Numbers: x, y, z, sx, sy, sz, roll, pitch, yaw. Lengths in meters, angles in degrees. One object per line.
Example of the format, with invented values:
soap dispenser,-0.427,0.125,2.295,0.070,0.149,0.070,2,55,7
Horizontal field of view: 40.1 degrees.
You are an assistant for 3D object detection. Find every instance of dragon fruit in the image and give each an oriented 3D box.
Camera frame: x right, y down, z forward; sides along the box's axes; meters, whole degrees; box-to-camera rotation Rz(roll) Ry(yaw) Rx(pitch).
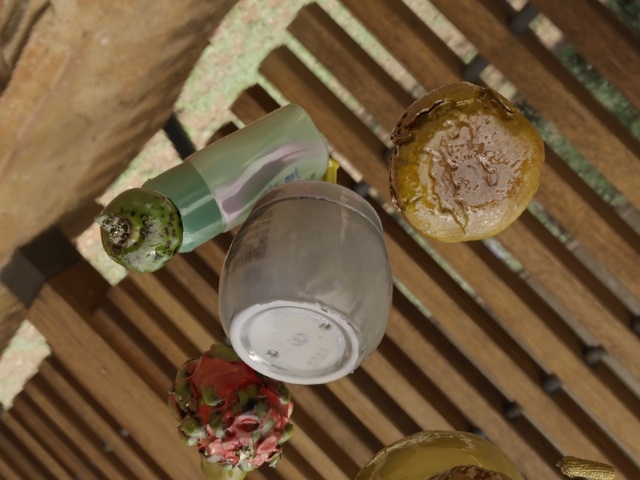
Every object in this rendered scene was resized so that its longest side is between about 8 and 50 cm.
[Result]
dragon fruit,-0.186,0.336,1.798,0.237,0.302,0.231,-42,141,-15

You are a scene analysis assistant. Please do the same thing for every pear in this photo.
pear,0.178,0.424,1.281,0.309,0.309,0.309,-45,178,-2

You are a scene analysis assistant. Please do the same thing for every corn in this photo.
corn,0.382,0.329,1.266,0.028,0.083,0.027,-72,169,-60

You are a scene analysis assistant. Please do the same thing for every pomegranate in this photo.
pomegranate,-0.256,-0.014,1.214,0.122,0.122,0.161,-45,167,11

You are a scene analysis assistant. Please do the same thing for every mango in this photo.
mango,-0.217,0.498,1.997,0.085,0.122,0.191,-48,160,-38

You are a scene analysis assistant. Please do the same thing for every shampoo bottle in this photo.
shampoo bottle,-0.020,0.065,1.399,0.273,0.273,0.266,-46,-156,43
shampoo bottle,-0.164,-0.103,1.572,0.349,0.151,0.222,-31,178,-18

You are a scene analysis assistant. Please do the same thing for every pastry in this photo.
pastry,0.301,-0.158,1.823,0.356,0.356,0.164,-44,-158,-9

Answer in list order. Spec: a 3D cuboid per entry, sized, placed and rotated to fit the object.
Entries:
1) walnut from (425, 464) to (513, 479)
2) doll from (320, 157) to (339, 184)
walnut,0.174,0.360,1.040,0.167,0.167,0.207,-46,-171,39
doll,0.000,0.000,1.749,0.145,0.363,0.199,-13,158,42
